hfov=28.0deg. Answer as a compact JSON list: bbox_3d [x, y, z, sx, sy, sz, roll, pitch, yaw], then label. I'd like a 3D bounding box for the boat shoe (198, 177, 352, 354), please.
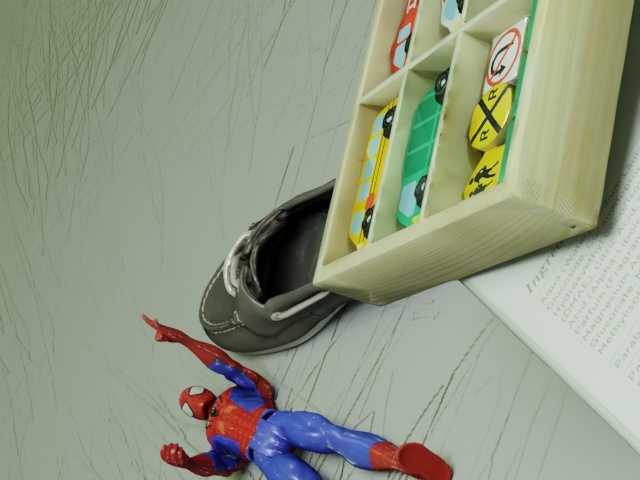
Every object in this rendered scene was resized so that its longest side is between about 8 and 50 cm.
[{"bbox_3d":[0.000,0.000,0.943,0.335,0.095,0.112,-22,51,44],"label":"boat shoe"}]

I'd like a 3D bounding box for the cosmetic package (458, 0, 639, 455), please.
[{"bbox_3d":[0.181,0.008,0.533,0.156,0.217,0.385,-57,23,9],"label":"cosmetic package"}]

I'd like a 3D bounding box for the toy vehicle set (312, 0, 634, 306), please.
[{"bbox_3d":[0.073,-0.113,0.539,0.166,0.035,0.267,-29,45,62],"label":"toy vehicle set"}]

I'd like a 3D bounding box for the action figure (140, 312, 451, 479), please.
[{"bbox_3d":[-0.051,0.132,0.894,0.280,0.139,0.091,12,76,57],"label":"action figure"}]
